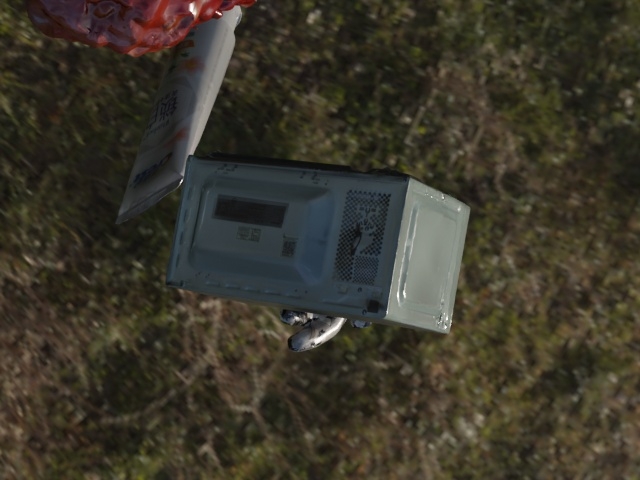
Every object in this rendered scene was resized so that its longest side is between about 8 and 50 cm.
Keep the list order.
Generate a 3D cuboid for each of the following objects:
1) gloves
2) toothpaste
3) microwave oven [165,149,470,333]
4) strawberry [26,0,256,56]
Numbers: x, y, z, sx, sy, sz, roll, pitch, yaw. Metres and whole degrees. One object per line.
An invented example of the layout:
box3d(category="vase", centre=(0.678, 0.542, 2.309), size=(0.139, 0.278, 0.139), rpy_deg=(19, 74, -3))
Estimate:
box3d(category="gloves", centre=(0.003, 0.041, 1.599), size=(0.128, 0.111, 0.212), rpy_deg=(25, 62, -3))
box3d(category="toothpaste", centre=(-0.146, -0.148, 1.531), size=(0.066, 0.100, 0.323), rpy_deg=(42, 40, -28))
box3d(category="microwave oven", centre=(0.000, 0.000, 1.203), size=(0.162, 0.208, 0.122), rpy_deg=(20, 78, -62))
box3d(category="strawberry", centre=(-0.022, -0.158, 0.623), size=(0.236, 0.111, 0.190), rpy_deg=(-56, 170, -31))
